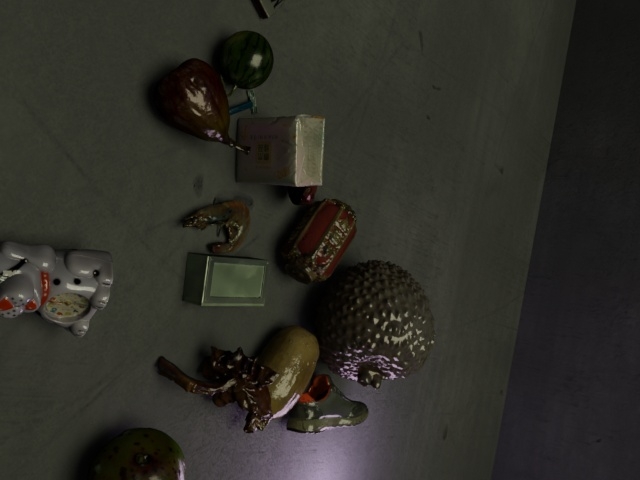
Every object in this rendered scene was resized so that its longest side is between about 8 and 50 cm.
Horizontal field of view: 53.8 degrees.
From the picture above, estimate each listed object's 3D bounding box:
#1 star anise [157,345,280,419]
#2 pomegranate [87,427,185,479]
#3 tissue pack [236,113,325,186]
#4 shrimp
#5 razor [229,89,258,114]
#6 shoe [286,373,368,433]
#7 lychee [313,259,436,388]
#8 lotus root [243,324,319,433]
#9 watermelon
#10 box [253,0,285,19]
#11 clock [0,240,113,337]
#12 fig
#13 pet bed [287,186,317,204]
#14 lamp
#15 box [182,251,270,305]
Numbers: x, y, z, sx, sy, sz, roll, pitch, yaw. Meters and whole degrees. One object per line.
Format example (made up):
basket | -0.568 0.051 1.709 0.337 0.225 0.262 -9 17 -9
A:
star anise | -0.259 0.364 1.649 0.346 0.237 0.148 26 46 -27
pomegranate | -0.422 0.584 1.459 0.231 0.231 0.285 -24 124 -45
tissue pack | -0.110 -0.240 1.691 0.124 0.225 0.184 -7 101 -50
shrimp | -0.270 -0.032 1.667 0.251 0.052 0.143 -9 105 -49
razor | -0.234 -0.347 1.676 0.191 0.037 0.068 -32 119 -43
shoe | 0.024 0.516 2.040 0.336 0.132 0.171 5 82 -47
lychee | 0.170 0.263 1.983 0.380 0.380 0.432 49 38 -41
lotus root | -0.119 0.403 1.822 0.169 0.152 0.342 55 52 -37
watermelon | -0.202 -0.448 1.629 0.141 0.141 0.187 33 81 -46
box | -0.160 -0.710 1.714 0.115 0.036 0.177 -54 132 -30
clock | -0.568 0.078 1.261 0.254 0.189 0.188 20 80 -43
fig | -0.274 -0.306 1.541 0.274 0.146 0.170 47 60 -25
pet bed | -0.051 -0.193 1.803 0.054 0.201 0.201 4 92 -19
lamp | 0.000 0.000 1.894 0.274 0.177 0.177 -55 132 -27
box | -0.246 0.107 1.687 0.225 0.086 0.129 7 90 -50
